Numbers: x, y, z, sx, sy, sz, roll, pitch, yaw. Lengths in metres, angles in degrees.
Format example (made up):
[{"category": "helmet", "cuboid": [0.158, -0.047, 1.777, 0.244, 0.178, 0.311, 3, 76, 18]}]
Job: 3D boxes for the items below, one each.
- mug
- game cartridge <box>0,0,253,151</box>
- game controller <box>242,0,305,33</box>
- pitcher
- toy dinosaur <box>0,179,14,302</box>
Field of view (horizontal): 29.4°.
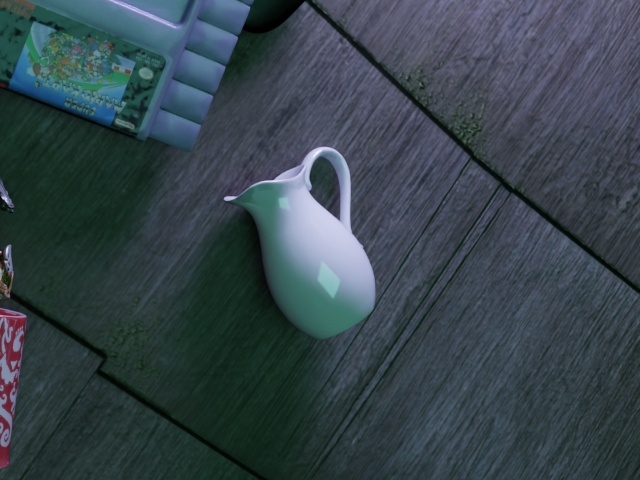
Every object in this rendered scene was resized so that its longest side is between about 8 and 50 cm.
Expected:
[{"category": "mug", "cuboid": [-0.399, 0.156, 1.338, 0.150, 0.113, 0.169, 11, 90, -37]}, {"category": "game cartridge", "cuboid": [-0.265, -0.256, 1.344, 0.355, 0.068, 0.230, 20, 94, -23]}, {"category": "game controller", "cuboid": [-0.123, -0.393, 1.405, 0.319, 0.067, 0.166, 45, 79, -22]}, {"category": "pitcher", "cuboid": [0.000, 0.000, 1.499, 0.178, 0.125, 0.207, -33, 99, -32]}, {"category": "toy dinosaur", "cuboid": [-0.454, -0.058, 1.285, 0.218, 0.164, 0.322, -30, 71, -33]}]
